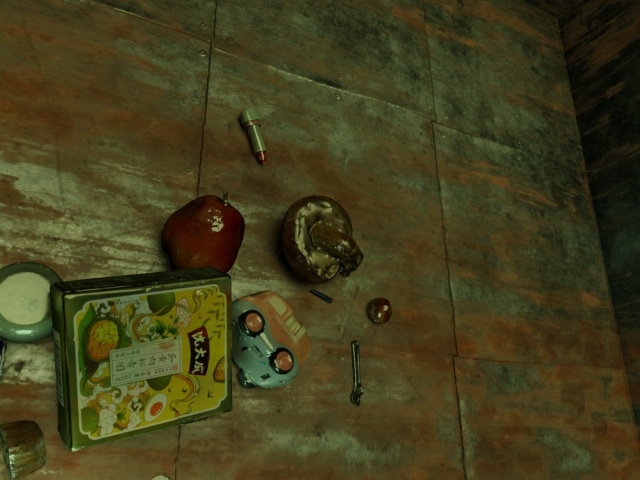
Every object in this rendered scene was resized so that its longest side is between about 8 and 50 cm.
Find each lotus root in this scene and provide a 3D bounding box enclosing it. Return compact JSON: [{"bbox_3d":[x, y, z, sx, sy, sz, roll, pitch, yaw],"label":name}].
[{"bbox_3d":[-0.674,0.464,1.277,0.081,0.112,0.122,-15,111,-44],"label":"lotus root"}]

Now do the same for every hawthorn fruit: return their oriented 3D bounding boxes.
[{"bbox_3d":[-0.315,-0.023,1.593,0.224,0.261,0.224,31,25,-17],"label":"hawthorn fruit"}]

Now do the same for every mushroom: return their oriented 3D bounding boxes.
[{"bbox_3d":[0.002,0.009,1.813,0.283,0.195,0.263,39,63,7],"label":"mushroom"}]

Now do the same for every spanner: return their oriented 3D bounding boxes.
[{"bbox_3d":[0.115,0.426,1.834,0.046,0.012,0.209,10,67,-27],"label":"spanner"}]

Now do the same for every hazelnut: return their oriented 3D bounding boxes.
[{"bbox_3d":[0.203,0.236,1.926,0.086,0.086,0.086,12,66,-28],"label":"hazelnut"}]

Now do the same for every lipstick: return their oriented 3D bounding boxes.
[{"bbox_3d":[-0.217,-0.342,1.905,0.063,0.057,0.186,-13,84,-34],"label":"lipstick"}]

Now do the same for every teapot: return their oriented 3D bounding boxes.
[{"bbox_3d":[-0.710,0.150,1.367,0.294,0.129,0.193,-7,75,-31],"label":"teapot"}]

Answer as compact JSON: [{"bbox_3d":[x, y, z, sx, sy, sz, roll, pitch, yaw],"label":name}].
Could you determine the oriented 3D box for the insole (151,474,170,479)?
[{"bbox_3d":[-0.418,0.704,1.405,0.080,0.003,0.232,18,63,-25],"label":"insole"}]

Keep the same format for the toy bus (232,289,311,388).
[{"bbox_3d":[-0.153,0.268,1.628,0.288,0.194,0.232,53,46,-3],"label":"toy bus"}]

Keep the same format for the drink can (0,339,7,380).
[{"bbox_3d":[-0.834,0.262,1.265,0.235,0.097,0.097,8,68,-28],"label":"drink can"}]

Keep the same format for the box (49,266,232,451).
[{"bbox_3d":[-0.427,0.273,1.401,0.420,0.138,0.373,-4,99,-33],"label":"box"}]

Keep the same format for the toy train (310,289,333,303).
[{"bbox_3d":[0.004,0.179,1.858,0.083,0.017,0.017,31,56,-18],"label":"toy train"}]
